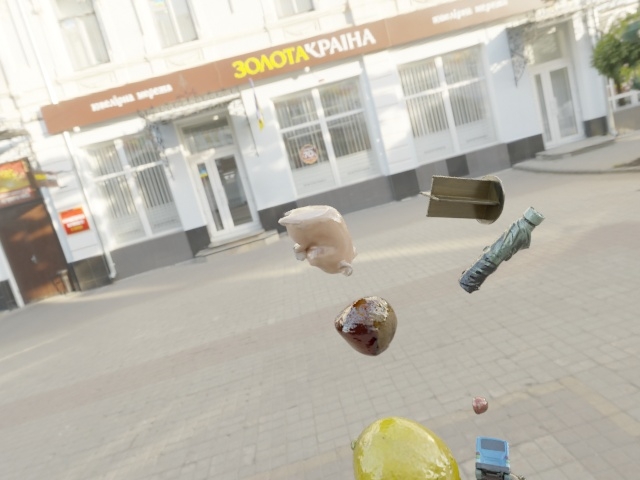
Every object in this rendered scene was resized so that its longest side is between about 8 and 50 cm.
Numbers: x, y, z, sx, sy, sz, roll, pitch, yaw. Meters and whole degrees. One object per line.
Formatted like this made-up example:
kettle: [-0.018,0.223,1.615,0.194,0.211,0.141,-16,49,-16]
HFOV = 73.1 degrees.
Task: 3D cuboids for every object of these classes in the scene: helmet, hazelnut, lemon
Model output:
helmet: [0.621,0.636,1.665,0.049,0.065,0.084,-18,-13,28]
hazelnut: [0.142,0.270,1.402,0.207,0.209,0.208,-15,8,2]
lemon: [0.227,0.605,1.138,0.319,0.246,0.245,18,23,22]

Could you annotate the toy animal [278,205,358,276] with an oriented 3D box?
toy animal: [0.000,0.004,1.511,0.212,0.257,0.195,-17,19,16]

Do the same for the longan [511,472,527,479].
longan: [0.641,0.828,1.437,0.119,0.106,0.106,-30,11,-10]

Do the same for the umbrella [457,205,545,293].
umbrella: [0.324,0.021,0.778,0.188,0.050,0.046,-53,24,21]

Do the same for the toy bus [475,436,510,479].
toy bus: [0.469,0.624,1.176,0.089,0.185,0.106,-1,40,19]

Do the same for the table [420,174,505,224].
table: [0.457,-0.139,1.418,0.226,0.167,0.167,2,4,-16]
